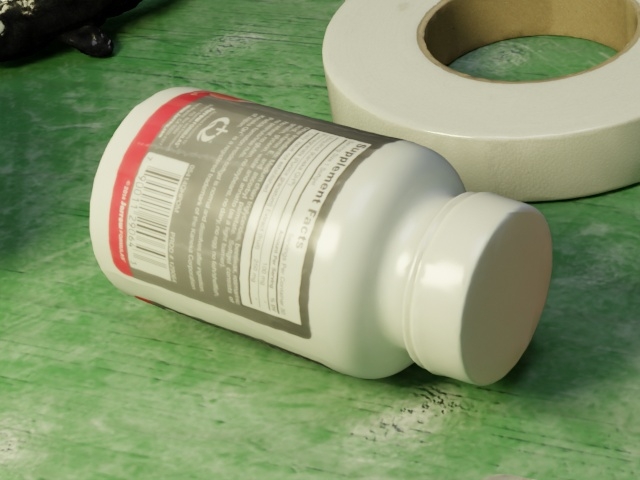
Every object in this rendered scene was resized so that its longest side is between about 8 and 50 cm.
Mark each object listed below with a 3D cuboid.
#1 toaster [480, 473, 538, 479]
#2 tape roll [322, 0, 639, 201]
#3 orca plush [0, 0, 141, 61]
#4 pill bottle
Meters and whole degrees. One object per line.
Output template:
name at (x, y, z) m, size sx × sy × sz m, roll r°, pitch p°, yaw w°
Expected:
toaster at (0.133, 0.228, 0.815) m, size 0.186 × 0.110 × 0.168 m, roll 8°, pitch 39°, yaw 24°
tape roll at (0.193, -0.172, 1.378) m, size 0.392 × 0.072 × 0.392 m, roll -7°, pitch 36°, yaw 5°
orca plush at (-0.242, -0.237, 1.589) m, size 0.287 × 0.102 × 0.151 m, roll -21°, pitch -9°, yaw -31°
pill bottle at (0.000, 0.000, 1.100) m, size 0.319 × 0.176 × 0.176 m, roll 17°, pitch 44°, yaw 32°
